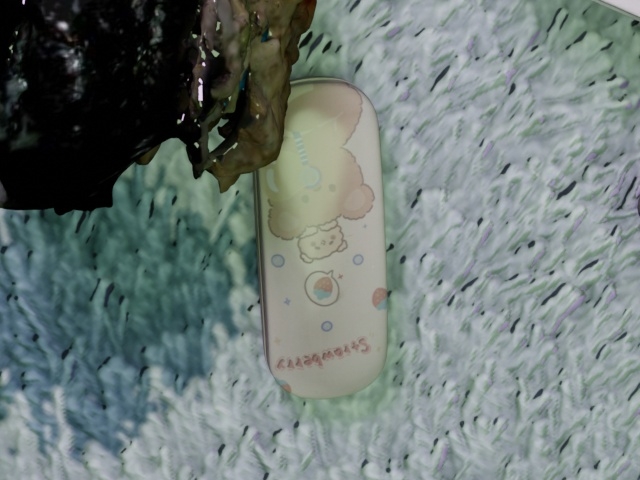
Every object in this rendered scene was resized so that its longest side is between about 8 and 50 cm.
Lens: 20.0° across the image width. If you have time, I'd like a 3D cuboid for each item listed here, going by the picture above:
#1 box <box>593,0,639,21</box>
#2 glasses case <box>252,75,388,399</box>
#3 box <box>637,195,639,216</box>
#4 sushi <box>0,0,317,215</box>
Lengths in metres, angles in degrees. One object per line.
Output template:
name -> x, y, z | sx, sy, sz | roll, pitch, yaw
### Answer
box -> 0.236, -0.241, 1.022 | 0.194, 0.111, 0.260 | 28, 104, 19
glasses case -> 0.000, 0.000, 1.121 | 0.081, 0.051, 0.204 | -7, 107, -10
box -> 0.273, -0.046, 1.128 | 0.093, 0.124, 0.172 | 31, 97, -7
sushi -> -0.097, -0.134, 0.985 | 0.219, 0.225, 0.238 | -6, 140, -18
